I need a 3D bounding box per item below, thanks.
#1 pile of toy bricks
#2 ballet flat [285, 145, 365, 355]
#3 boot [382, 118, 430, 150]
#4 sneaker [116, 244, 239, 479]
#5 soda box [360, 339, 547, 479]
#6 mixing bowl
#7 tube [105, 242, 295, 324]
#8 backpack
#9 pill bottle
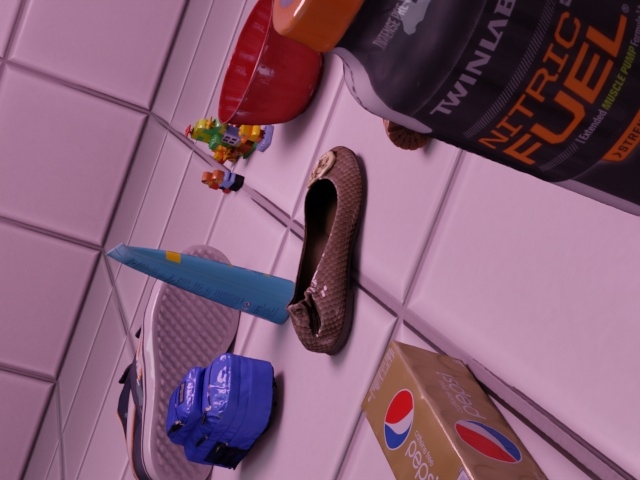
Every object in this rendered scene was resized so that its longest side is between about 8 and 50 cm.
[{"bbox_3d":[-0.150,-0.155,1.502,0.212,0.105,0.118,142,142,-59],"label":"pile of toy bricks"},{"bbox_3d":[0.000,0.000,1.009,0.084,0.058,0.250,-47,31,50],"label":"ballet flat"},{"bbox_3d":[0.093,-0.168,0.911,0.084,0.059,0.158,-106,37,-67],"label":"boot"},{"bbox_3d":[-0.192,0.165,1.290,0.127,0.126,0.321,-33,44,53],"label":"sneaker"},{"bbox_3d":[0.084,0.135,0.641,0.181,0.061,0.058,-118,49,-65],"label":"soda box"},{"bbox_3d":[-0.057,-0.224,1.317,0.181,0.098,0.181,-53,27,42],"label":"mixing bowl"},{"bbox_3d":[-0.131,0.041,1.107,0.080,0.207,0.052,-30,46,61],"label":"tube"},{"bbox_3d":[-0.105,0.181,1.076,0.120,0.101,0.098,-48,36,43],"label":"backpack"},{"bbox_3d":[0.101,-0.108,0.533,0.130,0.245,0.130,-162,90,-72],"label":"pill bottle"}]
